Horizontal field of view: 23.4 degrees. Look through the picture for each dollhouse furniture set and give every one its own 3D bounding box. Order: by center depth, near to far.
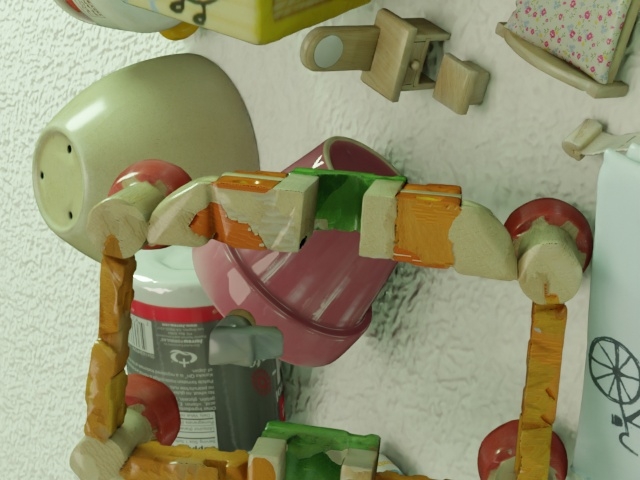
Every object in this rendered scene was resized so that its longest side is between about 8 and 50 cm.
[{"bbox_3d":[0.154,-0.203,1.348,0.355,0.174,0.303,40,127,41],"label":"dollhouse furniture set"}]

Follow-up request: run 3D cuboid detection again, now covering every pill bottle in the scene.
[{"bbox_3d":[-0.130,0.158,1.757,0.176,0.176,0.318,25,126,48],"label":"pill bottle"}]

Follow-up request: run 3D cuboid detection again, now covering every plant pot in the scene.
[{"bbox_3d":[0.000,0.000,1.583,0.180,0.201,0.201,-46,59,27],"label":"plant pot"},{"bbox_3d":[-0.232,-0.081,1.854,0.284,0.191,0.284,11,104,51],"label":"plant pot"}]

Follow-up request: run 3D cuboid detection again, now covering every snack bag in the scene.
[{"bbox_3d":[0.340,0.127,1.236,0.323,0.037,0.342,30,131,42],"label":"snack bag"}]

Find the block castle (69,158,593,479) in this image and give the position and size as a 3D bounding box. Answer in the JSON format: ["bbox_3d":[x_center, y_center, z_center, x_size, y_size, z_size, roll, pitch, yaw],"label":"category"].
[{"bbox_3d":[0.010,0.089,1.402,0.453,0.213,0.303,6,101,6],"label":"block castle"}]

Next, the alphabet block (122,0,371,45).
[{"bbox_3d":[-0.074,-0.326,1.555,0.197,0.193,0.192,21,126,35],"label":"alphabet block"}]

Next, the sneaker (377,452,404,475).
[{"bbox_3d":[0.035,0.333,1.665,0.092,0.087,0.229,39,127,39],"label":"sneaker"}]

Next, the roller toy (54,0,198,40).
[{"bbox_3d":[-0.222,-0.337,1.794,0.146,0.191,0.209,18,110,49],"label":"roller toy"}]

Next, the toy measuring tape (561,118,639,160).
[{"bbox_3d":[0.295,-0.124,1.229,0.330,0.121,0.121,1,97,58],"label":"toy measuring tape"}]
